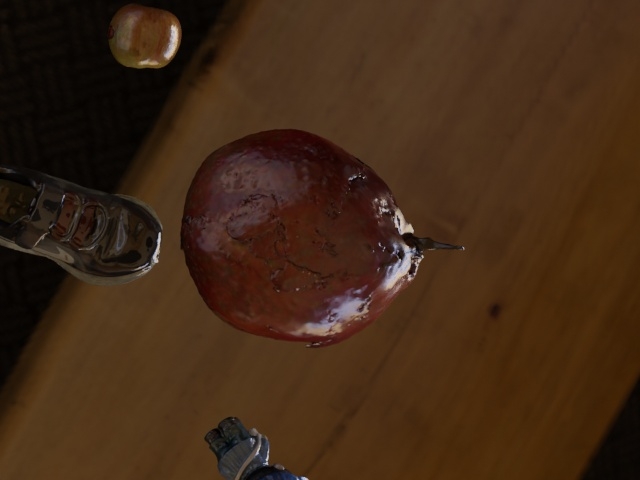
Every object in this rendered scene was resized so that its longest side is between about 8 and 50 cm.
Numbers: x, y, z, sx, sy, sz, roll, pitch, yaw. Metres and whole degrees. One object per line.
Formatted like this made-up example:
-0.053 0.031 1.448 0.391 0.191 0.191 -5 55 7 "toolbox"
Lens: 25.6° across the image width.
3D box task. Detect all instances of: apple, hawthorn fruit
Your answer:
-0.198 -0.229 1.588 0.084 0.084 0.071 9 100 -28 "apple"
0.000 0.000 1.155 0.181 0.235 0.181 6 90 -66 "hawthorn fruit"

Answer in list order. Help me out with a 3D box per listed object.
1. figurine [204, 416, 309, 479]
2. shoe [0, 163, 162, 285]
-0.071 0.254 1.545 0.077 0.079 0.136 -40 80 -1 "figurine"
-0.272 -0.022 1.424 0.112 0.227 0.099 32 75 -64 "shoe"
